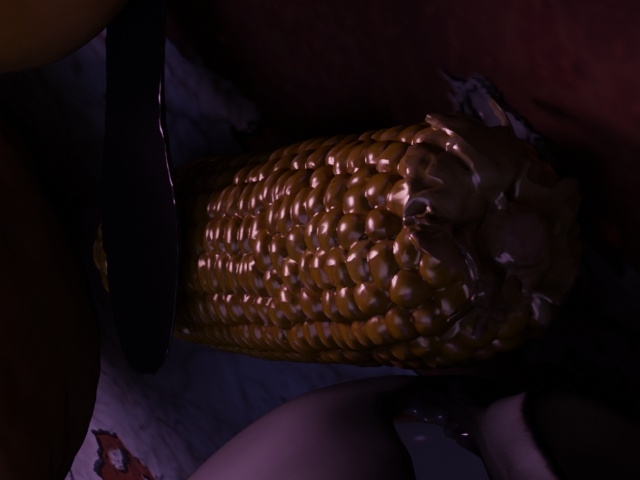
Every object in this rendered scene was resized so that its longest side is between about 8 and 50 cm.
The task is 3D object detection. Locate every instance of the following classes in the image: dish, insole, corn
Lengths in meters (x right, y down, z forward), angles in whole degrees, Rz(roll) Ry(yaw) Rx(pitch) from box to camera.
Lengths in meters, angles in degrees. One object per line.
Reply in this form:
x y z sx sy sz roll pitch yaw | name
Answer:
0.111 0.140 0.680 0.324 0.324 0.124 40 104 11 | dish
-0.072 -0.040 0.795 0.064 0.004 0.188 2 94 55 | insole
-0.003 0.004 0.780 0.260 0.091 0.091 -1 126 56 | corn

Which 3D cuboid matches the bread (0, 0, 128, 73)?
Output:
-0.163 -0.160 0.769 0.147 0.098 0.217 -9 111 57 | bread

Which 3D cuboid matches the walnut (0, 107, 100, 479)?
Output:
-0.257 0.039 0.942 0.344 0.306 0.306 48 149 -14 | walnut
